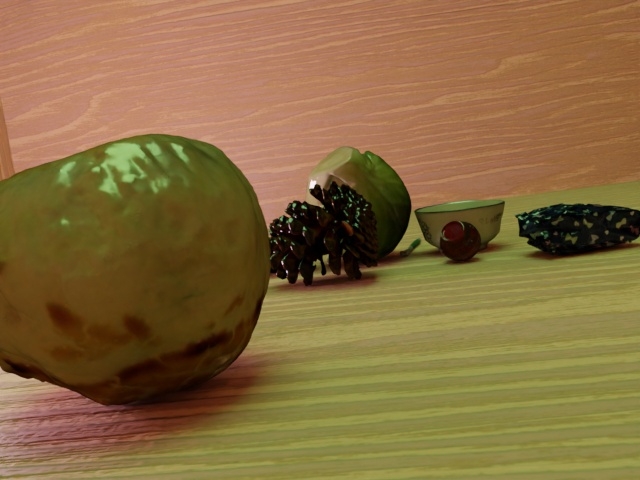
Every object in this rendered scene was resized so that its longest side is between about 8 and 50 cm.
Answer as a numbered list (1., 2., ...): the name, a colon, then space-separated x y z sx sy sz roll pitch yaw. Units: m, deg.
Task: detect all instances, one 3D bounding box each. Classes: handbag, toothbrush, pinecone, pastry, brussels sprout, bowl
1. handbag: 0.590 -0.032 1.339 0.260 0.113 0.162 -7 12 -10
2. toothbrush: 0.269 0.019 1.717 0.024 0.018 0.257 -12 5 21
3. pinecone: -0.001 0.002 1.356 0.292 0.246 0.246 -26 -1 21
4. pastry: -0.242 0.043 0.748 0.388 0.312 0.388 -19 2 1
5. brussels sprout: 0.099 -0.097 1.590 0.281 0.354 0.289 15 59 41
6. bowl: 0.378 -0.036 1.569 0.238 0.126 0.238 -8 5 1

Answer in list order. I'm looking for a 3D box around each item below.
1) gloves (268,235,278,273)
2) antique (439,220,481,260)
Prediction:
1. gloves: -0.124 0.032 1.627 0.164 0.124 0.203 1 -11 -26
2. antique: 0.337 0.003 1.408 0.104 0.104 0.104 -8 6 1
